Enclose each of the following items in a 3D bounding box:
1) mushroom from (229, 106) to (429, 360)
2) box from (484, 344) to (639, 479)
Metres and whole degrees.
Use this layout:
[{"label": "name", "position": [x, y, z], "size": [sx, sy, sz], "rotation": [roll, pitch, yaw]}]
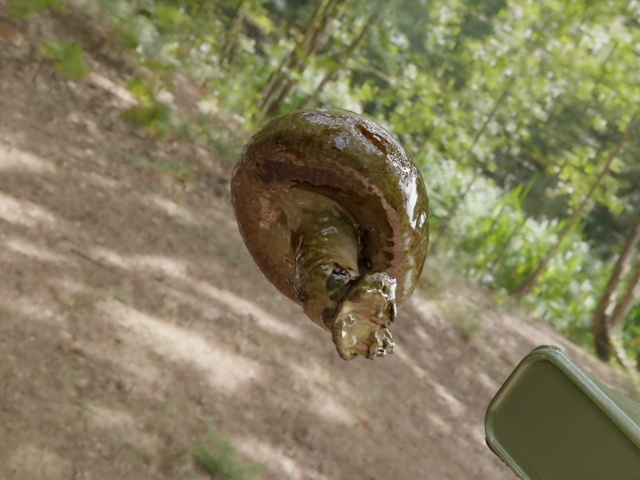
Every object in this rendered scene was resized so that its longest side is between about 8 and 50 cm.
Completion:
[{"label": "mushroom", "position": [0.005, 0.007, 1.679], "size": [0.334, 0.356, 0.331], "rotation": [15, -27, 19]}, {"label": "box", "position": [0.318, 0.246, 1.241], "size": [0.178, 0.138, 0.274], "rotation": [23, 18, -39]}]
